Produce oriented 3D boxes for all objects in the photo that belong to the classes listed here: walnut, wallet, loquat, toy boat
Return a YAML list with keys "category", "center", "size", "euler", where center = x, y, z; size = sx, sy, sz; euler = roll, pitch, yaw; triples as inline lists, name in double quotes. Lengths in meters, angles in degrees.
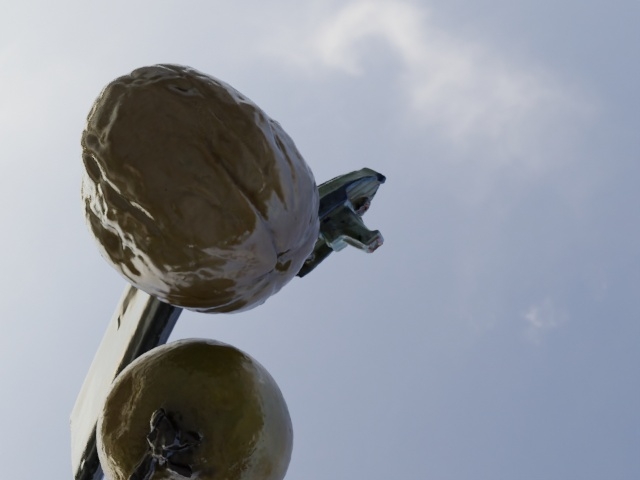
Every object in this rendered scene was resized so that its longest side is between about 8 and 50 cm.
- category: "walnut"
  center: [-0.150, -0.063, 1.138]
  size: [0.313, 0.277, 0.252]
  euler: [41, -84, 28]
- category: "wallet"
  center: [-0.312, 0.184, 1.554]
  size: [0.406, 0.062, 0.228]
  euler: [-64, -154, 14]
- category: "loquat"
  center: [-0.146, 0.227, 1.098]
  size: [0.244, 0.244, 0.243]
  euler: [-15, -134, 16]
- category: "toy boat"
  center: [0.000, 0.000, 1.370]
  size: [0.262, 0.114, 0.115]
  euler: [-34, -119, 1]
